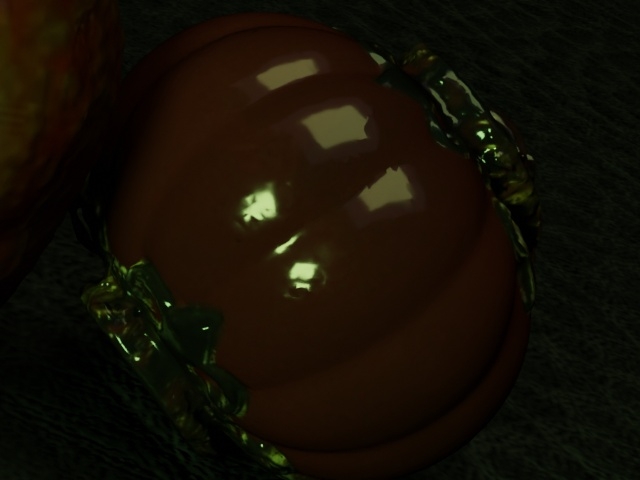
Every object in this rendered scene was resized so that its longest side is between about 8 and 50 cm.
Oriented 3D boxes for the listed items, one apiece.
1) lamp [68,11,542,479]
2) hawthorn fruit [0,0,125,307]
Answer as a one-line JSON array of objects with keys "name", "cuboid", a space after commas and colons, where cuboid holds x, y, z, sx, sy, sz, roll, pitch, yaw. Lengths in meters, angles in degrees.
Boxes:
[{"name": "lamp", "cuboid": [0.000, 0.000, 0.865, 0.227, 0.227, 0.227, 19, 21, -7]}, {"name": "hawthorn fruit", "cuboid": [-0.233, -0.081, 0.785, 0.275, 0.275, 0.299, 7, 11, -35]}]
